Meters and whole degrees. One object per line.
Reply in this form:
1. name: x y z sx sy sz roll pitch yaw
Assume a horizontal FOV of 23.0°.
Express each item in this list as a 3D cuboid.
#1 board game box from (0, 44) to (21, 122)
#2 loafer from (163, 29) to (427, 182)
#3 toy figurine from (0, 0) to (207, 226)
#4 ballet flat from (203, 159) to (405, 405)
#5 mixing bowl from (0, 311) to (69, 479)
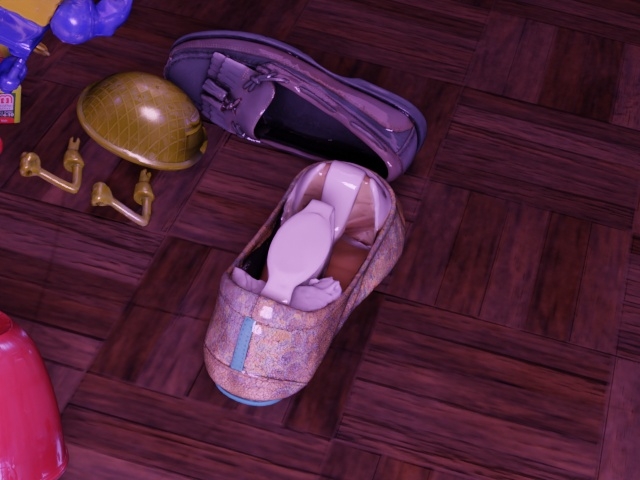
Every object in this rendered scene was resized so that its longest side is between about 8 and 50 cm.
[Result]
1. board game box: -0.352 -0.179 1.538 0.092 0.043 0.181 -3 37 -19
2. loafer: -0.032 -0.128 1.509 0.267 0.096 0.084 18 41 8
3. toy figurine: -0.248 -0.202 1.378 0.362 0.217 0.191 26 36 -2
4. ballet flat: 0.000 0.000 1.313 0.123 0.123 0.348 18 35 11
5. mixing bowl: -0.257 0.100 1.073 0.181 0.098 0.181 9 15 -2
